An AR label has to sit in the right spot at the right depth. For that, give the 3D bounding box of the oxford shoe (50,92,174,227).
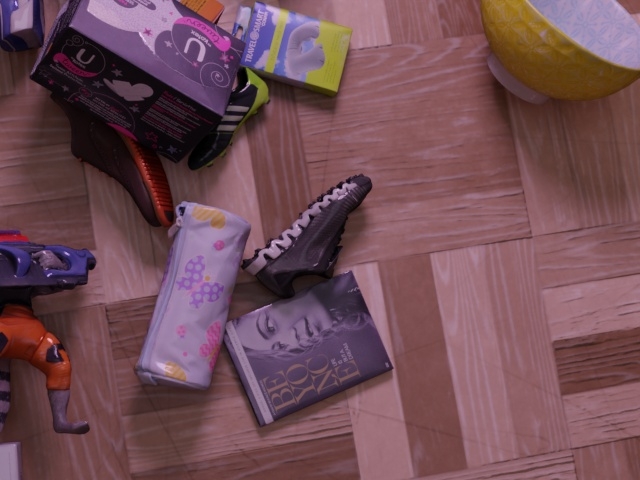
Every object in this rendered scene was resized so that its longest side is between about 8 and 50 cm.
[{"bbox_3d":[-0.304,-0.127,1.824,0.098,0.097,0.271,-30,81,7],"label":"oxford shoe"}]

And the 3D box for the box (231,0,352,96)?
[{"bbox_3d":[-0.050,-0.296,1.895,0.178,0.042,0.109,15,81,-7],"label":"box"}]

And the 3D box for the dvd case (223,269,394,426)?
[{"bbox_3d":[-0.021,0.161,1.855,0.221,0.018,0.164,-23,87,-10],"label":"dvd case"}]

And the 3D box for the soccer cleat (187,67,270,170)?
[{"bbox_3d":[-0.150,-0.182,1.852,0.072,0.060,0.179,47,71,-28],"label":"soccer cleat"}]

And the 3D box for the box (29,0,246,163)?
[{"bbox_3d":[-0.253,-0.257,1.752,0.247,0.142,0.163,31,49,-22],"label":"box"}]

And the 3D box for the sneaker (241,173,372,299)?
[{"bbox_3d":[0.000,0.000,1.851,0.234,0.078,0.106,-40,93,-7],"label":"sneaker"}]

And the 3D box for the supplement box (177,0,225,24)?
[{"bbox_3d":[-0.265,-0.372,1.844,0.233,0.078,0.080,32,52,-5],"label":"supplement box"}]

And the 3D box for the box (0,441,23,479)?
[{"bbox_3d":[-0.504,0.354,1.727,0.171,0.091,0.130,-3,84,-9],"label":"box"}]

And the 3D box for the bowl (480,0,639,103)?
[{"bbox_3d":[0.344,-0.301,1.875,0.289,0.289,0.156,37,123,-2],"label":"bowl"}]

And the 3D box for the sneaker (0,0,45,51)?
[{"bbox_3d":[-0.517,-0.416,1.812,0.182,0.127,0.315,-13,78,-6],"label":"sneaker"}]

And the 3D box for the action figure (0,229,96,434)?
[{"bbox_3d":[-0.479,0.109,1.693,0.341,0.178,0.330,8,51,-35],"label":"action figure"}]

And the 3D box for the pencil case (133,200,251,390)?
[{"bbox_3d":[-0.185,0.081,1.786,0.114,0.124,0.273,10,82,27],"label":"pencil case"}]
